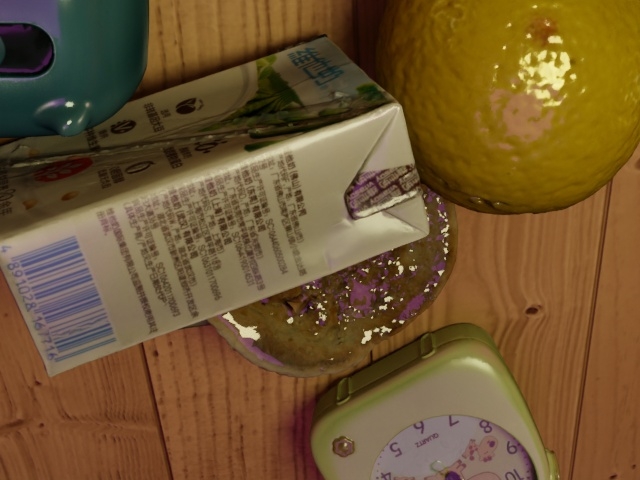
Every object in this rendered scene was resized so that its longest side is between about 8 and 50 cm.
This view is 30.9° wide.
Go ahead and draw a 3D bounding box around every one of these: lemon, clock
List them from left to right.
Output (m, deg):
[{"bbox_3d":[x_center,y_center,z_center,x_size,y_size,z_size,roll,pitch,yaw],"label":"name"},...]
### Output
[{"bbox_3d":[0.148,0.265,1.292,0.235,0.096,0.308,-29,102,10],"label":"clock"},{"bbox_3d":[0.155,-0.145,0.932,0.228,0.228,0.254,-4,122,-2],"label":"lemon"}]

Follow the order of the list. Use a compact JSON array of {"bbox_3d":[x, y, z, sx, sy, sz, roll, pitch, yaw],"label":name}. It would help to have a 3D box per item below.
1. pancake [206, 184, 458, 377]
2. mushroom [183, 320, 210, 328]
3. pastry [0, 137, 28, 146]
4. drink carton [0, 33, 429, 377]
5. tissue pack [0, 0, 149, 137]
[{"bbox_3d":[0.000,0.000,1.103,0.282,0.049,0.282,-5,106,-16],"label":"pancake"},{"bbox_3d":[-0.123,0.041,1.158,0.312,0.081,0.100,-3,131,-6],"label":"mushroom"},{"bbox_3d":[-0.266,-0.065,1.042,0.182,0.093,0.192,33,113,-29],"label":"pastry"},{"bbox_3d":[-0.102,-0.035,0.932,0.324,0.194,0.132,-21,120,-8],"label":"drink carton"},{"bbox_3d":[-0.274,-0.181,0.871,0.287,0.206,0.198,1,129,-8],"label":"tissue pack"}]
